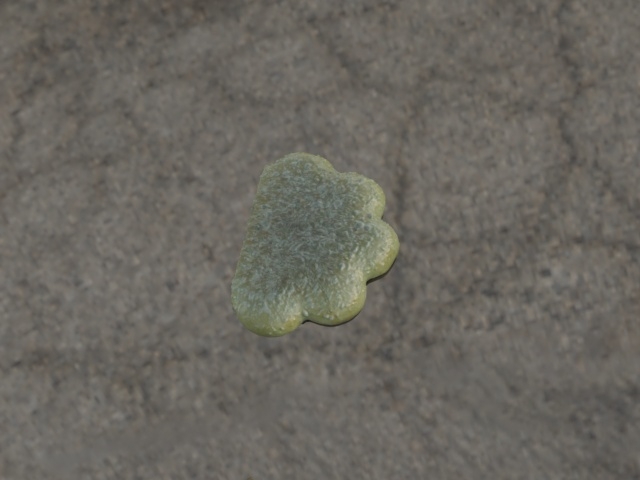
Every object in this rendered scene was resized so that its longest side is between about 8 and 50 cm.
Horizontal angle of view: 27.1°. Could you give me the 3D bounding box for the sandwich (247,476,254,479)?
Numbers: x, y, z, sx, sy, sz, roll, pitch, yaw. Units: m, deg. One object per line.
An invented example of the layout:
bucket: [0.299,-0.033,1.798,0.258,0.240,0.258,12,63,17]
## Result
sandwich: [-0.090,0.423,1.595,0.094,0.258,0.096,-9,10,-24]

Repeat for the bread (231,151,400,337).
bread: [0.000,0.000,1.729,0.207,0.056,0.286,2,57,9]
